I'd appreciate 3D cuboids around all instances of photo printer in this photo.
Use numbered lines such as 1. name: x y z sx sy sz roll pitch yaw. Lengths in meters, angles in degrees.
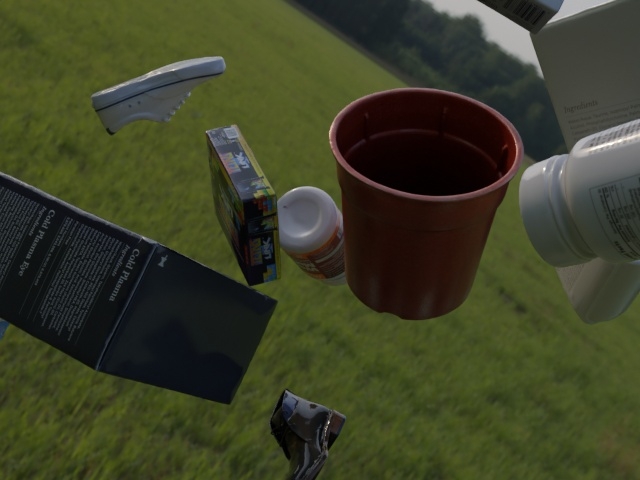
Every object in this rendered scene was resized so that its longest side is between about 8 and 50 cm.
1. photo printer: 0.509 -0.001 1.816 0.307 0.107 0.256 90 -13 -62

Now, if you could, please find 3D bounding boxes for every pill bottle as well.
1. pill bottle: 0.385 -0.063 1.134 0.283 0.160 0.160 -17 -25 40
2. pill bottle: 0.000 0.000 1.740 0.121 0.121 0.221 40 -5 27

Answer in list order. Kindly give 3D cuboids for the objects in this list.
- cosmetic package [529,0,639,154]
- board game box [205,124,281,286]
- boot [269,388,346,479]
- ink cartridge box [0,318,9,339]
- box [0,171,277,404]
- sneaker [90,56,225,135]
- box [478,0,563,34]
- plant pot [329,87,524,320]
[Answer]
1. cosmetic package: 0.689 -0.317 1.967 0.327 0.329 0.393 -9 -75 56
2. board game box: -0.102 -0.047 1.288 0.048 0.141 0.170 -13 40 -15
3. boot: -0.043 0.300 1.438 0.106 0.082 0.219 32 26 3
4. ink cartridge box: -0.548 0.086 1.502 0.090 0.092 0.143 7 -28 35
5. box: -0.290 0.074 1.399 0.313 0.179 0.343 21 -6 29
6. sneaker: -0.293 -0.270 1.834 0.094 0.258 0.091 -101 172 -70
7. box: 0.276 -0.372 1.322 0.126 0.137 0.072 30 -19 -3
8. plant pot: 0.144 -0.041 1.459 0.273 0.265 0.272 1 41 -1
